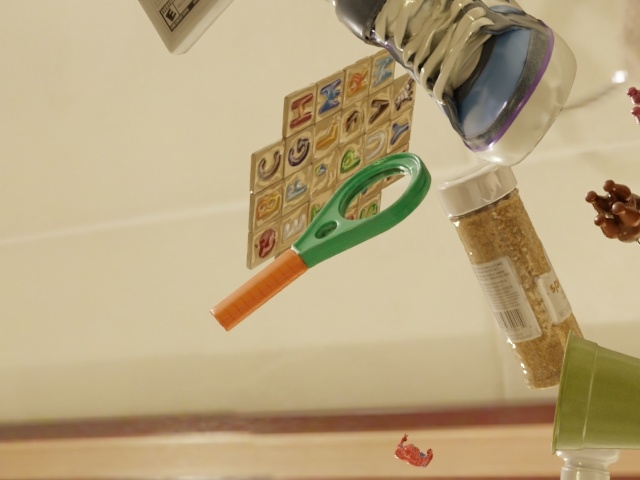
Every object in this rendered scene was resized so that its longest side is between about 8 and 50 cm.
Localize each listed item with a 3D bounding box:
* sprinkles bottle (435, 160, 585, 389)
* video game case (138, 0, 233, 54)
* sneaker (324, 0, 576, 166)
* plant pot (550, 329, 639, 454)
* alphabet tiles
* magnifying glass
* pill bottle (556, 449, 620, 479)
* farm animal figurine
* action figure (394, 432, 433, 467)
[{"bbox_3d":[0.302,0.052,2.170,0.121,0.121,0.355,-36,-76,-51],"label":"sprinkles bottle"},{"bbox_3d":[-0.117,-0.322,1.301,0.026,0.227,0.206,-10,-117,-52],"label":"video game case"},{"bbox_3d":[0.082,-0.197,1.249,0.236,0.130,0.322,28,-159,-15],"label":"sneaker"},{"bbox_3d":[0.196,0.105,0.915,0.083,0.079,0.083,8,-90,-76],"label":"plant pot"},{"bbox_3d":[0.020,-0.099,1.858,0.343,0.011,0.285,-31,-42,-43],"label":"alphabet tiles"},{"bbox_3d":[0.000,0.000,1.238,0.231,0.092,0.026,-39,-61,-6],"label":"magnifying glass"},{"bbox_3d":[0.391,0.273,2.038,0.094,0.094,0.169,23,-110,-50],"label":"pill bottle"},{"bbox_3d":[0.554,-0.099,1.948,0.172,0.327,0.330,29,-83,-36],"label":"farm animal figurine"},{"bbox_3d":[0.101,0.230,1.519,0.030,0.038,0.115,-63,-12,-2],"label":"action figure"}]
